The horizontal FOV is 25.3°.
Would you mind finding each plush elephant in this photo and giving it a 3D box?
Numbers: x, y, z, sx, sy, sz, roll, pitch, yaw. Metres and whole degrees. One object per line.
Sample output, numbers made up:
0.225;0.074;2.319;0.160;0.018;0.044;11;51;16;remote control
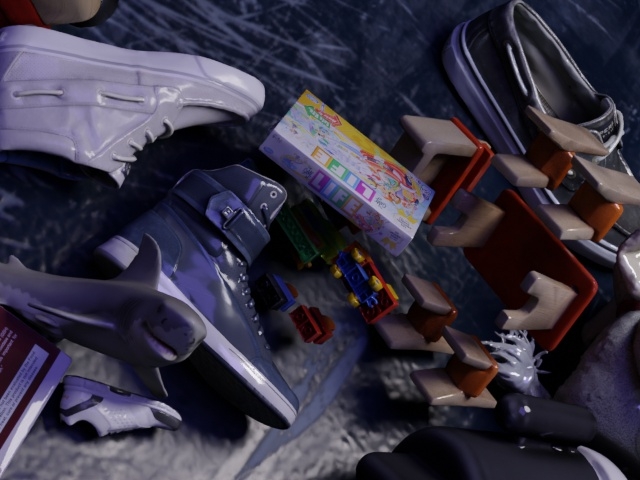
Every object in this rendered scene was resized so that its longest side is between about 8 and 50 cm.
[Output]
0.354;0.110;1.411;0.330;0.272;0.255;34;78;9;plush elephant

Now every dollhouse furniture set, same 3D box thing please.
0.166;-0.008;1.353;0.135;0.262;0.259;11;32;-42;dollhouse furniture set

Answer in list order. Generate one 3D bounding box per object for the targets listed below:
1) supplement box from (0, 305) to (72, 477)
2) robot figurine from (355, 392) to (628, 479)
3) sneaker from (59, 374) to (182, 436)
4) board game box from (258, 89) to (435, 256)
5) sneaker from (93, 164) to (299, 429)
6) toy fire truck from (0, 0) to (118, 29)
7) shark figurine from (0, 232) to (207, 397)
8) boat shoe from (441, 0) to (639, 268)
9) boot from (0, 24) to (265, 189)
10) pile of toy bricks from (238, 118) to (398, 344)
-0.322;0.077;1.063;0.239;0.073;0.130;40;53;-16;supplement box
0.157;0.256;1.265;0.278;0.209;0.173;11;51;-32;robot figurine
-0.167;0.144;1.176;0.109;0.040;0.043;19;77;-25;sneaker
0.026;-0.062;1.278;0.154;0.026;0.103;38;30;-4;board game box
-0.062;0.039;1.240;0.226;0.086;0.163;49;66;-8;sneaker
-0.311;-0.291;1.207;0.246;0.158;0.217;-7;69;4;toy fire truck
-0.191;0.028;1.145;0.278;0.166;0.116;21;68;18;shark figurine
0.267;-0.110;1.540;0.335;0.119;0.121;49;51;-9;boat shoe
-0.171;-0.100;1.250;0.258;0.095;0.123;7;72;-24;boot
0.000;0.000;1.327;0.212;0.118;0.105;60;19;21;pile of toy bricks
